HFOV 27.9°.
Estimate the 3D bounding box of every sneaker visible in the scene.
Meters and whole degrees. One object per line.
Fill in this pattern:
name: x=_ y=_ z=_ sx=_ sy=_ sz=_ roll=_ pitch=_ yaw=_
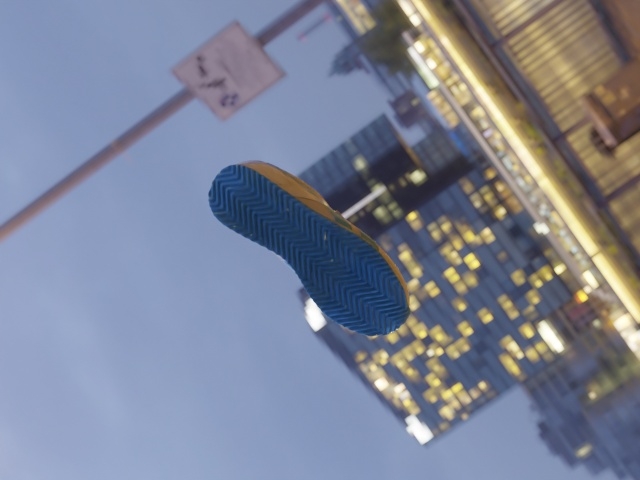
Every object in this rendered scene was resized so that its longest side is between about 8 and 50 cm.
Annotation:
sneaker: x=0.000 y=0.000 z=1.259 sx=0.229 sy=0.087 sz=0.092 roll=42 pitch=-162 yaw=2
